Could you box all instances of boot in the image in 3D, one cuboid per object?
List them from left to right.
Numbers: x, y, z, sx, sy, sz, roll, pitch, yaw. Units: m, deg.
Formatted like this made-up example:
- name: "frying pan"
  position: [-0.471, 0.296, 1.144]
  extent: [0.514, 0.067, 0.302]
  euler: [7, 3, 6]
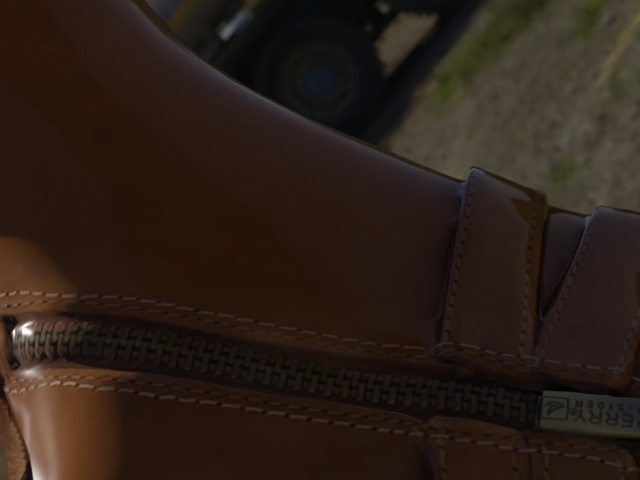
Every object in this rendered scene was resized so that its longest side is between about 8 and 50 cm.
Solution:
- name: "boot"
  position: [0.000, 0.000, 0.418]
  extent: [0.109, 0.220, 0.283]
  euler: [79, -167, -50]
